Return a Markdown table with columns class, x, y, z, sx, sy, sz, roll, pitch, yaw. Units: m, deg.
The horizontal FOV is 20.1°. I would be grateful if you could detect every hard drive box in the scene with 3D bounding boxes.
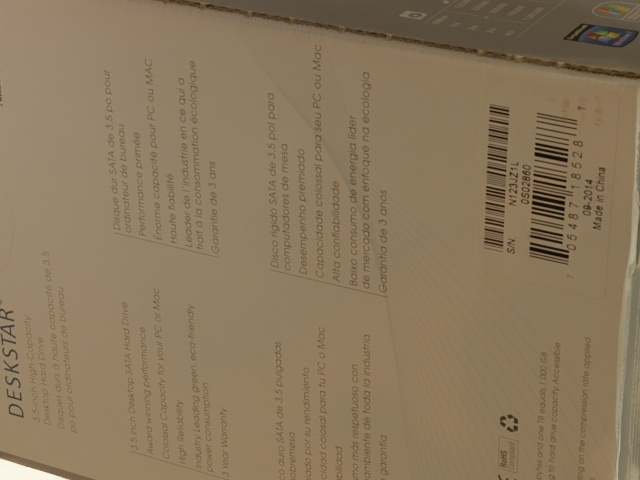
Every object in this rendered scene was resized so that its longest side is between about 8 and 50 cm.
| class | x | y | z | sx | sy | sz | roll | pitch | yaw |
| --- | --- | --- | --- | --- | --- | --- | --- | --- | --- |
| hard drive box | 0.000 | 0.000 | 0.567 | 0.089 | 0.232 | 0.181 | -41 | -43 | -52 |
